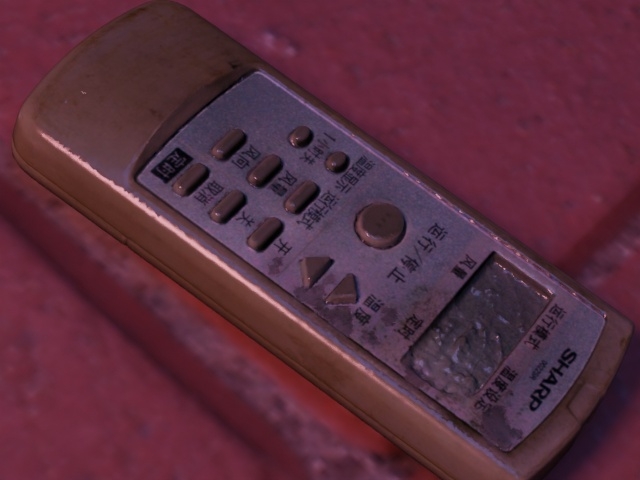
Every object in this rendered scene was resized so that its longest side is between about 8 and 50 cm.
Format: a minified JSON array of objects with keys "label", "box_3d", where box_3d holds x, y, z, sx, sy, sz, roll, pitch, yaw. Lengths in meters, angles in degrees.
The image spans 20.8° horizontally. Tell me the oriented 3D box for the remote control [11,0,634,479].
[{"label":"remote control","box_3d":[0.000,0.000,0.638,0.233,0.038,0.098,37,52,9]}]
